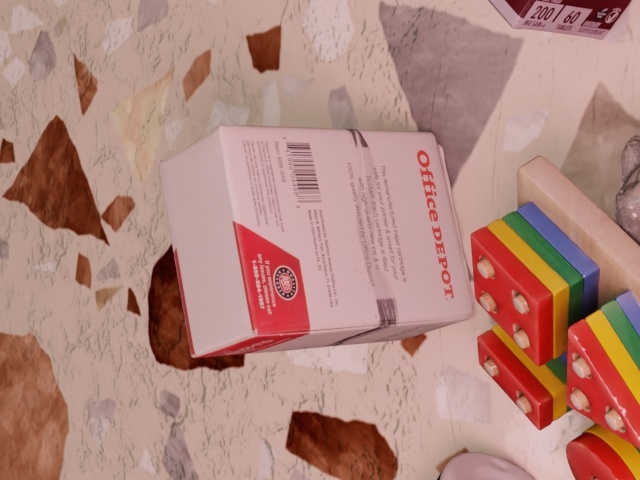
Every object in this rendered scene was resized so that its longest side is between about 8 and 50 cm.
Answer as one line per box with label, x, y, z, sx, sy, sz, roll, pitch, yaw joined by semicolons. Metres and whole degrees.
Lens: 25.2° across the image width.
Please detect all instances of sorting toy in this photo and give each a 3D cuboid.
sorting toy;0.223;0.107;1.169;0.255;0.089;0.257;49;162;36

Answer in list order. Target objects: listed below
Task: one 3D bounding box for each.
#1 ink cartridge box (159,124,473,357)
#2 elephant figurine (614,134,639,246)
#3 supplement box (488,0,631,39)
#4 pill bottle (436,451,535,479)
ink cartridge box;0.000;0.000;1.383;0.114;0.273;0.197;-23;73;49
elephant figurine;0.355;-0.040;1.077;0.239;0.169;0.186;-17;121;39
supplement box;0.249;-0.287;1.209;0.073;0.130;0.239;56;129;31
pill bottle;0.126;0.313;1.358;0.119;0.119;0.208;49;125;36
